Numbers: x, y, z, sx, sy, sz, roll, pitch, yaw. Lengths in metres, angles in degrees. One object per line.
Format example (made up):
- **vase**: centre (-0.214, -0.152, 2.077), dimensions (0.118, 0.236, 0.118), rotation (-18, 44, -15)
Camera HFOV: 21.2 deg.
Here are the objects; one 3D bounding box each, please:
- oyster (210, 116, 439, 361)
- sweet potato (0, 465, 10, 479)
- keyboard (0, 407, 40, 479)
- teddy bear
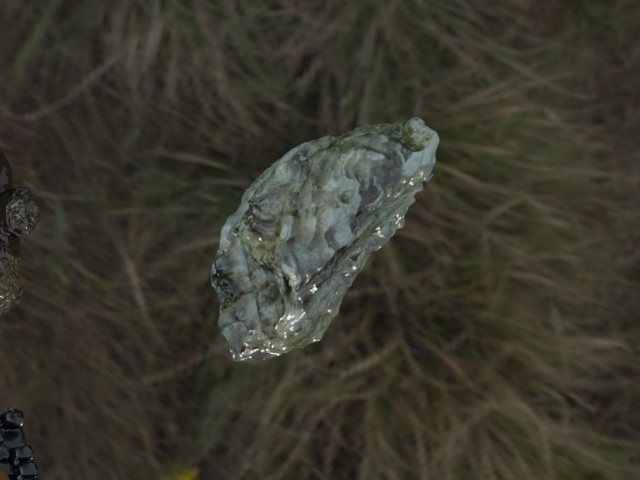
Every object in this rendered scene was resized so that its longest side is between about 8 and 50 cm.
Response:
- **oyster**: centre (0.000, 0.000, 1.071), dimensions (0.125, 0.064, 0.177), rotation (-2, 121, -47)
- **sweet potato**: centre (-0.131, 0.120, 0.676), dimensions (0.044, 0.044, 0.179), rotation (-25, 120, -19)
- **keyboard**: centre (-0.143, 0.174, 0.774), dimensions (0.072, 0.231, 0.023), rotation (4, 141, -35)
- **teddy bear**: centre (-0.224, 0.013, 1.107), dimensions (0.078, 0.119, 0.160), rotation (27, 62, -39)
